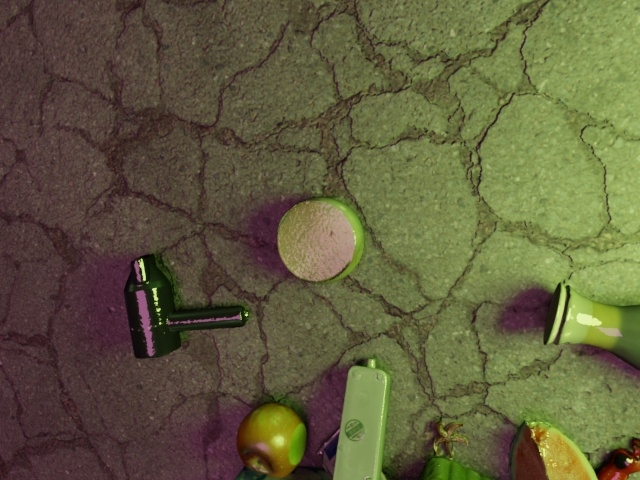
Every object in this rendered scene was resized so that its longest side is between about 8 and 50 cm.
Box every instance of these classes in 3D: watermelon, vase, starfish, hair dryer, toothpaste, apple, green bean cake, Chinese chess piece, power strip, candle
[{"bbox_3d":[0.444,0.477,0.884,0.146,0.129,0.230,134,133,-55],"label":"watermelon"},{"bbox_3d":[0.565,0.169,0.757,0.322,0.173,0.173,13,103,20],"label":"vase"},{"bbox_3d":[0.277,0.423,0.961,0.078,0.028,0.091,36,105,3],"label":"starfish"},{"bbox_3d":[-0.325,0.146,1.084,0.303,0.116,0.244,-6,97,7],"label":"hair dryer"},{"bbox_3d":[0.099,0.543,0.964,0.099,0.068,0.282,-29,50,-17],"label":"toothpaste"},{"bbox_3d":[-0.117,0.465,1.033,0.147,0.147,0.163,0,101,19],"label":"apple"},{"bbox_3d":[0.287,0.589,0.940,0.201,0.113,0.214,21,106,13],"label":"green bean cake"},{"bbox_3d":[0.000,0.000,0.956,0.189,0.083,0.188,2,97,19],"label":"Chinese chess piece"},{"bbox_3d":[0.084,0.442,0.932,0.091,0.062,0.384,2,71,24],"label":"power strip"},{"bbox_3d":[0.534,0.525,0.883,0.051,0.048,0.329,25,106,4],"label":"candle"}]

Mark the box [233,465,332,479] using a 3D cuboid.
[{"bbox_3d":[-0.088,0.623,1.020,0.275,0.203,0.116,-6,96,20],"label":"box"}]
